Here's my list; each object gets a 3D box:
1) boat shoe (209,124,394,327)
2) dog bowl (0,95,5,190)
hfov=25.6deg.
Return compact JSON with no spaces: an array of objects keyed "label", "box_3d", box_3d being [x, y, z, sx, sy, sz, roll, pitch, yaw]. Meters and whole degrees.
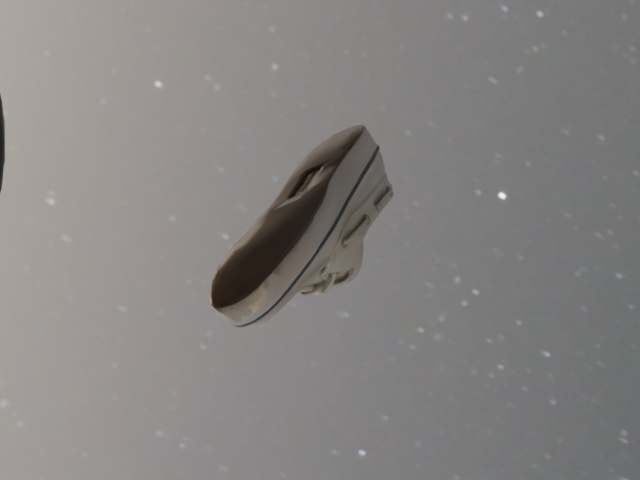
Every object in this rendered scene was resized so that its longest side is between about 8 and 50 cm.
[{"label":"boat shoe","box_3d":[0.000,0.000,1.151,0.095,0.084,0.258,-18,-156,40]},{"label":"dog bowl","box_3d":[-0.331,-0.058,0.507,0.150,0.408,0.408,-47,-140,32]}]
